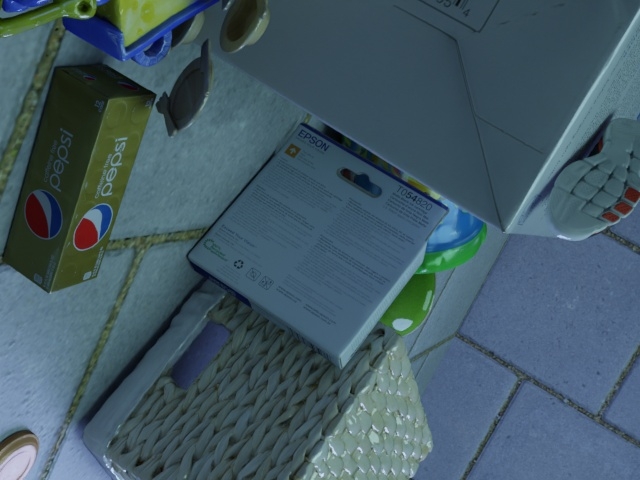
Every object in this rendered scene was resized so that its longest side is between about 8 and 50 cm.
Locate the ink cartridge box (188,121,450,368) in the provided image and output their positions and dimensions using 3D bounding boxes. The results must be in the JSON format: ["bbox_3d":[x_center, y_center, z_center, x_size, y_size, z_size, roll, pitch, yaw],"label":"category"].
[{"bbox_3d":[0.000,0.000,1.111,0.224,0.223,0.045,-51,160,-18],"label":"ink cartridge box"}]

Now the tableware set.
[{"bbox_3d":[-0.082,-0.169,0.739,0.020,0.141,0.168,24,130,-34],"label":"tableware set"}]

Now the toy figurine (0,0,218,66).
[{"bbox_3d":[-0.117,-0.174,0.625,0.362,0.191,0.217,-45,162,-32],"label":"toy figurine"}]

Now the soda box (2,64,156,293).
[{"bbox_3d":[-0.199,-0.051,0.784,0.061,0.058,0.181,-23,140,-59],"label":"soda box"}]

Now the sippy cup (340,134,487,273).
[{"bbox_3d":[0.120,-0.109,1.282,0.305,0.240,0.224,-75,171,-56],"label":"sippy cup"}]

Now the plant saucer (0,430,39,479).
[{"bbox_3d":[-0.321,0.235,0.985,0.083,0.013,0.083,-48,158,-27],"label":"plant saucer"}]

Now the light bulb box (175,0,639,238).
[{"bbox_3d":[0.115,-0.183,0.909,0.225,0.358,0.361,-59,162,10],"label":"light bulb box"}]

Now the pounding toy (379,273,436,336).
[{"bbox_3d":[0.077,0.090,1.585,0.110,0.183,0.237,6,120,-42],"label":"pounding toy"}]

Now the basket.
[{"bbox_3d":[-0.057,0.244,1.198,0.328,0.266,0.331,-52,147,-24],"label":"basket"}]

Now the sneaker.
[{"bbox_3d":[0.226,-0.037,0.776,0.158,0.061,0.065,-40,162,-37],"label":"sneaker"}]
